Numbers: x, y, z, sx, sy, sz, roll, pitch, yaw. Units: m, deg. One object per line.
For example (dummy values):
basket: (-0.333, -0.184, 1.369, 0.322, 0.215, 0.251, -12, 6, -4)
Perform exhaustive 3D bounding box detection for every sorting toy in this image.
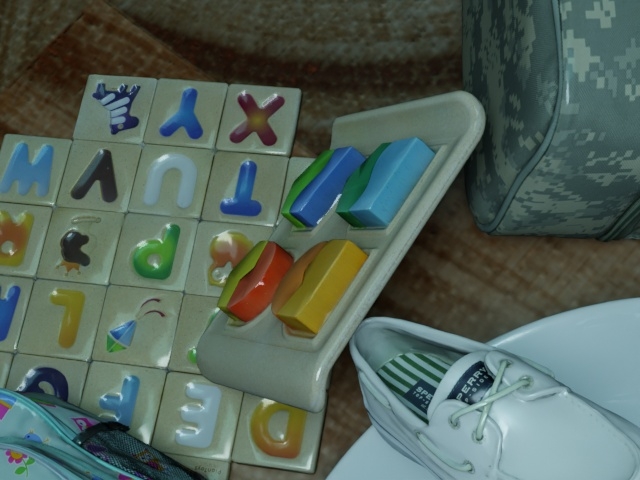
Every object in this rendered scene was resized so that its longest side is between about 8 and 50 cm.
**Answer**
sorting toy: (0.000, 0.000, 0.742, 0.038, 0.193, 0.208, 35, 76, -21)

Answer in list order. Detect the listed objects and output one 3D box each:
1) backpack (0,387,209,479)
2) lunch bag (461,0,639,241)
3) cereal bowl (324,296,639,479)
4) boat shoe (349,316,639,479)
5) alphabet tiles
backpack: (-0.177, 0.180, 0.715, 0.188, 0.144, 0.166, 31, 92, 20)
lunch bag: (0.236, -0.157, 0.766, 0.256, 0.212, 0.305, 3, 68, -7)
cereal bowl: (0.150, 0.191, 0.619, 0.339, 0.141, 0.339, -26, 27, 15)
boat shoe: (0.084, 0.096, 0.610, 0.083, 0.076, 0.226, -45, 30, -22)
alphabet tiles: (-0.124, 0.036, 0.843, 0.285, 0.011, 0.342, 6, 69, 11)
